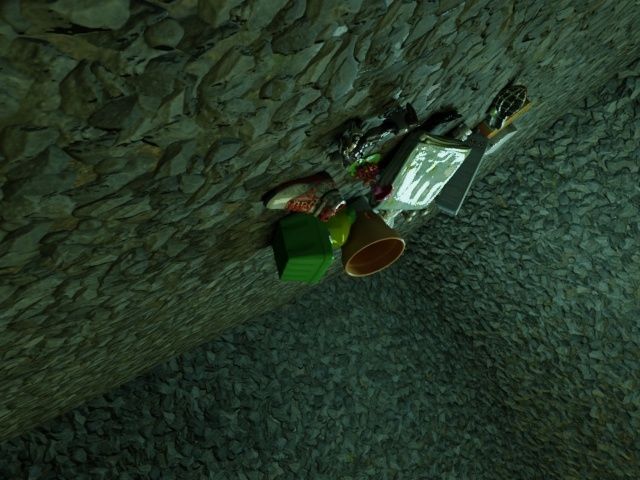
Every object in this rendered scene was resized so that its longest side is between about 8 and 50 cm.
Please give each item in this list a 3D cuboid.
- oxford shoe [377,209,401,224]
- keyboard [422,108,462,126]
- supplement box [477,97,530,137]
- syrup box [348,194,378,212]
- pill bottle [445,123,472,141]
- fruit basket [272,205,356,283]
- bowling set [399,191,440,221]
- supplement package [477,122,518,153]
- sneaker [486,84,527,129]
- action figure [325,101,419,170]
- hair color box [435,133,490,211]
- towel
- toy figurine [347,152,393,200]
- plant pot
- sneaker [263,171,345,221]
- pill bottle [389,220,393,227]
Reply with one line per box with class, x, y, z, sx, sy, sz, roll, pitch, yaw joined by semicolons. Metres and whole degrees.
oxford shoe;0.313;-0.160;2.055;0.449;0.169;0.130;-39;171;-1
keyboard;0.464;-0.463;1.564;0.192;0.038;0.100;-23;-172;-41
supplement box;0.857;-0.580;1.953;0.233;0.080;0.078;-37;168;29
syrup box;0.148;-0.107;2.002;0.237;0.096;0.093;-37;165;19
pill bottle;0.594;-0.451;1.824;0.120;0.067;0.067;-38;167;25
fruit basket;0.000;0.000;1.732;0.392;0.283;0.392;-14;162;-4
bowling set;0.560;-0.211;2.483;0.287;0.154;0.200;-41;166;32
supplement package;0.889;-0.534;2.145;0.105;0.105;0.179;-24;165;-36
sneaker;0.799;-0.590;1.788;0.118;0.107;0.279;-49;174;-10
action figure;0.140;-0.301;1.231;0.285;0.099;0.185;-28;175;-1
hair color box;0.704;-0.323;2.084;0.374;0.114;0.185;-66;164;5
towel;0.402;-0.265;1.699;0.321;0.090;0.374;0;138;-36
toy figurine;0.195;-0.217;1.529;0.130;0.159;0.173;-40;165;32
plant pot;0.206;0.001;1.895;0.291;0.203;0.291;-18;148;-11
sneaker;-0.040;-0.121;1.351;0.270;0.145;0.090;-24;166;-33
pill bottle;0.271;-0.064;2.279;0.181;0.181;0.323;-29;168;-16
